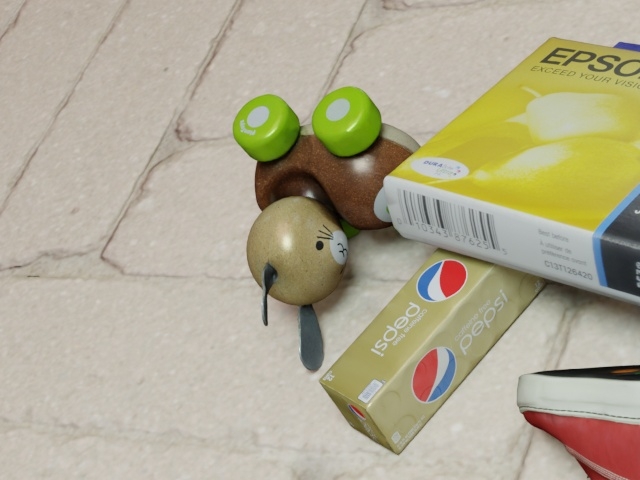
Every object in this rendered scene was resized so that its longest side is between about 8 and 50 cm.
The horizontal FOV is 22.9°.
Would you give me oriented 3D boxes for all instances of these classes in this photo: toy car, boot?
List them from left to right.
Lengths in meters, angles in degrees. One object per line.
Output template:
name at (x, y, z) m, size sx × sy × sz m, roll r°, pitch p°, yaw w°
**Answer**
toy car at (0.000, 0.000, 1.254) m, size 0.149 × 0.155 × 0.188 m, roll -2°, pitch 58°, yaw 32°
boot at (0.196, 0.168, 1.000) m, size 0.088 × 0.176 × 0.244 m, roll -6°, pitch 0°, yaw -15°

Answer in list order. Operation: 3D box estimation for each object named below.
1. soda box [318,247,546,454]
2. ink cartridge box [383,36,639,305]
soda box at (0.086, 0.068, 1.187) m, size 0.181 × 0.061 × 0.058 m, roll -46°, pitch 42°, yaw -16°
ink cartridge box at (0.258, -0.075, 1.166) m, size 0.303 × 0.072 × 0.307 m, roll 16°, pitch 48°, yaw 41°
